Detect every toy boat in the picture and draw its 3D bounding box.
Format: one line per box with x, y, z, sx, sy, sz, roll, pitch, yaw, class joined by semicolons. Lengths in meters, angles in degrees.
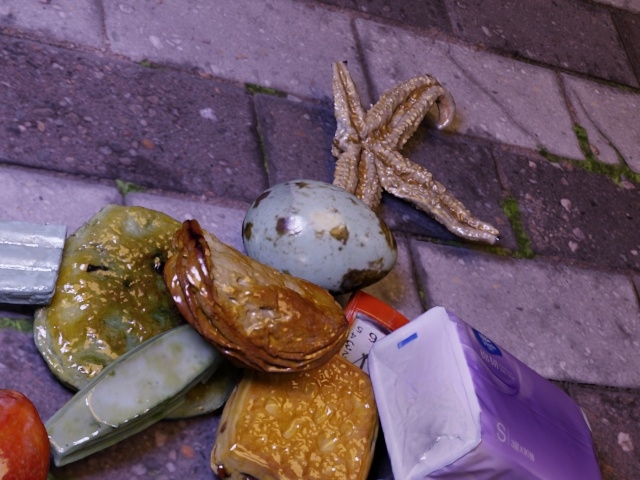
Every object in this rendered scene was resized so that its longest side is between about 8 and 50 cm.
-0.215;0.176;1.504;0.293;0.055;0.093;-33;85;-44;toy boat

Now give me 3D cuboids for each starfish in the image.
0.131;-0.107;2.034;0.324;0.082;0.432;12;53;-27;starfish

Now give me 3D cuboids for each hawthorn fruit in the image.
-0.382;0.245;1.350;0.173;0.173;0.179;13;24;-27;hawthorn fruit

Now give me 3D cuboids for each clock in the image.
0.064;0.163;1.792;0.113;0.061;0.155;34;47;-9;clock

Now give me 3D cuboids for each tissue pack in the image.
0.237;0.267;1.677;0.338;0.160;0.242;34;32;-38;tissue pack

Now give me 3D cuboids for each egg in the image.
0.000;0.000;1.786;0.231;0.169;0.169;11;50;-11;egg

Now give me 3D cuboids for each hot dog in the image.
-0.089;0.085;1.572;0.259;0.114;0.175;30;16;-27;hot dog

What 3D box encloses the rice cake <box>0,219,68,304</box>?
-0.429;0.019;1.538;0.211;0.038;0.124;11;52;-10;rice cake

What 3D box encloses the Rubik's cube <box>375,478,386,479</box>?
-0.015;0.406;1.440;0.229;0.233;0.228;31;17;-44;Rubik's cube

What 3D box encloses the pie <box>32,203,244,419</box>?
-0.222;0.099;1.630;0.323;0.070;0.323;19;51;-24;pie

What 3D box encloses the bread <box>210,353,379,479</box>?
-0.029;0.249;1.632;0.210;0.099;0.235;27;51;-12;bread
